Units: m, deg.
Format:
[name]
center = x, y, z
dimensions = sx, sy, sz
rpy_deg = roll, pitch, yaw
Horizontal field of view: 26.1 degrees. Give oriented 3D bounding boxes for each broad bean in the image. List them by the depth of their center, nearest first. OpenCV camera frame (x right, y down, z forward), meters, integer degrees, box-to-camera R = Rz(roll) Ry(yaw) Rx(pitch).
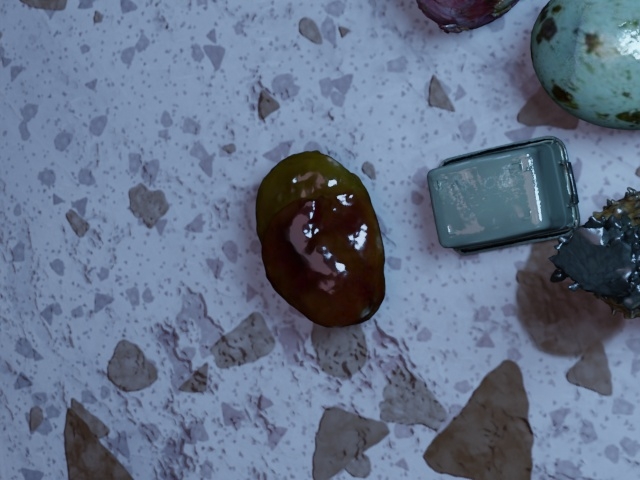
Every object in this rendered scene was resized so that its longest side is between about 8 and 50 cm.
[broad bean]
center = 0.000, 0.000, 1.722
dimensions = 0.156, 0.122, 0.228
rpy_deg = -19, 88, 29

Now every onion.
[onion]
center = 0.160, -0.343, 1.603
dimensions = 0.159, 0.159, 0.195
rpy_deg = -42, 75, 23

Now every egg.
[egg]
center = 0.344, -0.202, 1.509
dimensions = 0.231, 0.169, 0.169
rpy_deg = 15, 100, 9

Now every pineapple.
[pineapple]
center = 0.333, 0.014, 1.467
dimensions = 0.158, 0.278, 0.158
rpy_deg = 0, 90, 28

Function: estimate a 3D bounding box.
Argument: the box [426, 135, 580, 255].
[box]
center = 0.208, -0.051, 1.627
dimensions = 0.172, 0.093, 0.124
rpy_deg = -13, 88, 27
